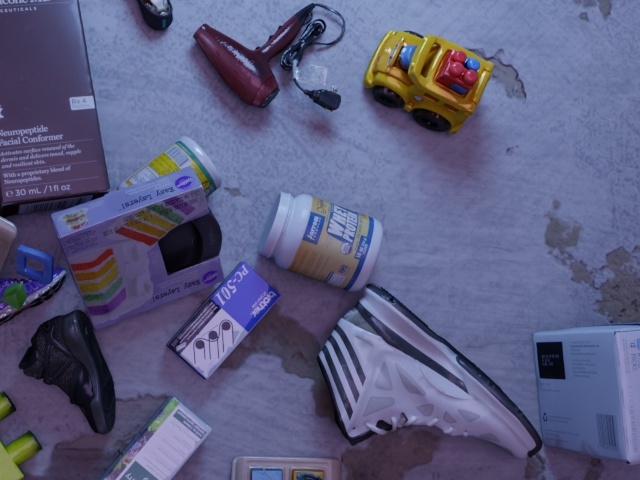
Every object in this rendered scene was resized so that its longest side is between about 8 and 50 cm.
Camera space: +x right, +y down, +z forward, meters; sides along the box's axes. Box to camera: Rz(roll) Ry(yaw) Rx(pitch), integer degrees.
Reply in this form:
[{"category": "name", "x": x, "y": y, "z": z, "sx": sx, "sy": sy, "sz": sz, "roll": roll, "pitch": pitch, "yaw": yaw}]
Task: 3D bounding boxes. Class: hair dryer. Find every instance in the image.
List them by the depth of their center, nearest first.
[{"category": "hair dryer", "x": -0.099, "y": -0.353, "z": 2.028, "sx": 0.293, "sy": 0.080, "sz": 0.223, "roll": 7, "pitch": 67, "yaw": -17}]

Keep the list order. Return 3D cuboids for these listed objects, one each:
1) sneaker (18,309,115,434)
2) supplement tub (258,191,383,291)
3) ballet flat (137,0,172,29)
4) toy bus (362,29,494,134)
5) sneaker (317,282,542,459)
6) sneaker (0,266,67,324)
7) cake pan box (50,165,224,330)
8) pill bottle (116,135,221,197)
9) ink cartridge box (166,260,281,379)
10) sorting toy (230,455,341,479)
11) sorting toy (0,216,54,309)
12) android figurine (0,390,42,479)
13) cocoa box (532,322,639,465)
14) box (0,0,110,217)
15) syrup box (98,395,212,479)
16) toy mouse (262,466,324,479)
[{"category": "sneaker", "x": -0.443, "y": 0.241, "z": 1.875, "sx": 0.130, "sy": 0.087, "sz": 0.227, "roll": -16, "pitch": 106, "yaw": 11}, {"category": "supplement tub", "x": 0.000, "y": 0.000, "z": 1.958, "sx": 0.199, "sy": 0.144, "sz": 0.144, "roll": 19, "pitch": 80, "yaw": -10}, {"category": "ballet flat", "x": -0.327, "y": -0.490, "z": 1.981, "sx": 0.074, "sy": 0.074, "sz": 0.203, "roll": -24, "pitch": 89, "yaw": -13}, {"category": "toy bus", "x": 0.212, "y": -0.316, "z": 2.005, "sx": 0.220, "sy": 0.211, "sz": 0.149, "roll": 27, "pitch": 81, "yaw": -6}, {"category": "sneaker", "x": 0.180, "y": 0.310, "z": 1.982, "sx": 0.447, "sy": 0.169, "sz": 0.257, "roll": 40, "pitch": 92, "yaw": -6}, {"category": "sneaker", "x": -0.528, "y": 0.087, "z": 1.879, "sx": 0.170, "sy": 0.068, "sz": 0.071, "roll": -28, "pitch": 84, "yaw": -13}, {"category": "cake pan box", "x": -0.305, "y": 0.014, "z": 1.854, "sx": 0.267, "sy": 0.246, "sz": 0.070, "roll": -20, "pitch": 49, "yaw": -14}, {"category": "pill bottle", "x": -0.291, "y": -0.083, "z": 1.920, "sx": 0.208, "sy": 0.117, "sz": 0.117, "roll": -40, "pitch": 93, "yaw": -13}, {"category": "ink cartridge box", "x": -0.177, "y": 0.146, "z": 1.955, "sx": 0.097, "sy": 0.046, "sz": 0.207, "roll": 43, "pitch": 77, "yaw": -6}, {"category": "sorting toy", "x": -0.063, "y": 0.493, "z": 1.946, "sx": 0.208, "sy": 0.038, "sz": 0.193, "roll": 4, "pitch": 83, "yaw": -12}, {"category": "sorting toy", "x": -0.613, "y": 0.006, "z": 1.767, "sx": 0.347, "sy": 0.196, "sz": 0.047, "roll": 29, "pitch": 43, "yaw": -8}, {"category": "android figurine", "x": -0.626, "y": 0.386, "z": 1.830, "sx": 0.273, "sy": 0.056, "sz": 0.248, "roll": -36, "pitch": 92, "yaw": -14}, {"category": "cocoa box", "x": 0.568, "y": 0.267, "z": 1.945, "sx": 0.228, "sy": 0.347, "sz": 0.231, "roll": -3, "pitch": 85, "yaw": -13}, {"category": "box", "x": -0.497, "y": -0.245, "z": 1.876, "sx": 0.191, "sy": 0.143, "sz": 0.381, "roll": -10, "pitch": 84, "yaw": -19}, {"category": "syrup box", "x": -0.304, "y": 0.394, "z": 1.877, "sx": 0.093, "sy": 0.096, "sz": 0.237, "roll": 41, "pitch": 77, "yaw": -5}, {"category": "toy mouse", "x": -0.024, "y": 0.475, "z": 1.921, "sx": 0.143, "sy": 0.031, "sz": 0.161, "roll": -8, "pitch": 85, "yaw": -8}]
